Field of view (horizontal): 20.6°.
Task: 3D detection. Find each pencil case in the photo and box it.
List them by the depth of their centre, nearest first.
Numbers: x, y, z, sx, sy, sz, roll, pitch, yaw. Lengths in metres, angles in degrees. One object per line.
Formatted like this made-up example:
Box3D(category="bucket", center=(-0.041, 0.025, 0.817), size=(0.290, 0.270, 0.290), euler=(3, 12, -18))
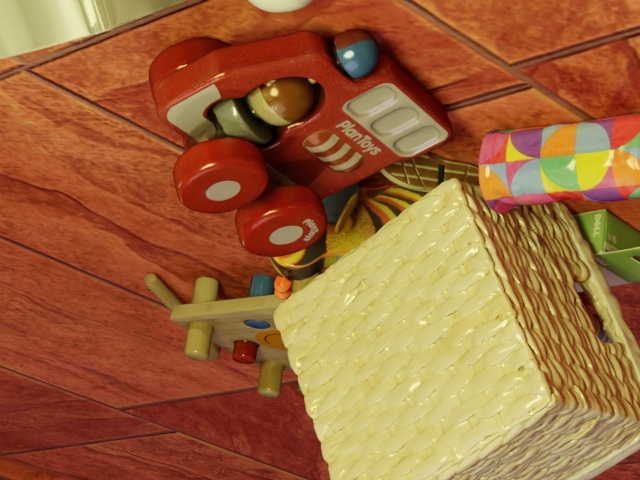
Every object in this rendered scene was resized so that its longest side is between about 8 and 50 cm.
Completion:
Box3D(category="pencil case", center=(0.292, -0.083, 1.927), size=(0.236, 0.104, 0.104), euler=(-2, 157, 29))

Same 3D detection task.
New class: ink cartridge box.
Box3D(category="ink cartridge box", center=(0.343, 0.013, 2.205), size=(0.209, 0.062, 0.109), euler=(-11, 152, 40))

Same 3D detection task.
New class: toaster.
Box3D(category="toaster", center=(-0.224, -0.241, 1.578), size=(0.168, 0.110, 0.186), euler=(-10, -166, 36))

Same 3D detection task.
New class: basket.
Box3D(category="basket", center=(0.165, 0.147, 2.068), size=(0.331, 0.328, 0.266), euler=(-37, 149, 28))

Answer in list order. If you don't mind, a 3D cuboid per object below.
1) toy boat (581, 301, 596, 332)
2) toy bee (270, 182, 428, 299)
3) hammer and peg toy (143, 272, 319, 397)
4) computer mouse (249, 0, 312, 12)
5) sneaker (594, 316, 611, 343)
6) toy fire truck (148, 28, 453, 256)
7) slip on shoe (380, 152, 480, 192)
Box3D(category="toy boat", center=(0.261, 0.118, 2.448), size=(0.231, 0.151, 0.151), euler=(23, -176, -34))
Box3D(category="toy bee", center=(0.000, 0.000, 2.163), size=(0.298, 0.162, 0.195), euler=(-1, 159, 22))
Box3D(category="hammer and peg toy", center=(-0.098, 0.143, 2.615), size=(0.361, 0.127, 0.266), euler=(-7, 155, 34))
Box3D(category="computer mouse", center=(-0.062, -0.261, 1.667), size=(0.106, 0.042, 0.193), euler=(-5, 155, 29))
Box3D(category="sneaker", center=(0.364, 0.149, 2.568), size=(0.059, 0.053, 0.144), euler=(22, 156, -38))
Box3D(category="toy fire truck", center=(-0.025, -0.132, 1.871), size=(0.254, 0.169, 0.302), euler=(-27, 147, 18))
Box3D(category="slip on shoe", center=(0.124, -0.081, 2.068), size=(0.135, 0.051, 0.041), euler=(9, 172, -21))
